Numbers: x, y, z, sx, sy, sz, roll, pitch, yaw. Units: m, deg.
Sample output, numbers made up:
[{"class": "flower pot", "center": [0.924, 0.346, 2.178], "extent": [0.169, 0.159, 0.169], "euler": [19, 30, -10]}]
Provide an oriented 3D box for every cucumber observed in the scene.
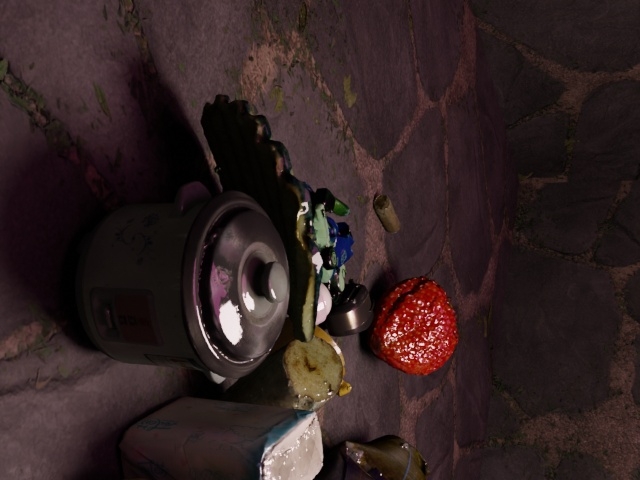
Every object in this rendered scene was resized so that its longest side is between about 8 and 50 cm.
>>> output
[{"class": "cucumber", "center": [0.046, -0.083, 1.888], "extent": [0.155, 0.037, 0.037], "euler": [28, 66, -61]}]

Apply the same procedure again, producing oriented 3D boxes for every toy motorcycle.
[{"class": "toy motorcycle", "center": [0.000, 0.000, 1.702], "extent": [0.331, 0.125, 0.196], "euler": [60, 31, -51]}]

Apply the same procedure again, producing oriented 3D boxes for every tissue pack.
[{"class": "tissue pack", "center": [-0.153, 0.338, 1.207], "extent": [0.201, 0.271, 0.124], "euler": [-15, 103, -64]}]

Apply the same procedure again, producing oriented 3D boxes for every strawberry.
[{"class": "strawberry", "center": [0.245, 0.237, 2.099], "extent": [0.288, 0.250, 0.238], "euler": [-18, 115, -37]}]

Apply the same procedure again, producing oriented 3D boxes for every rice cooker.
[{"class": "rice cooker", "center": [0.068, 0.170, 1.851], "extent": [0.165, 0.112, 0.106], "euler": [-59, 135, -56]}, {"class": "rice cooker", "center": [-0.186, 0.066, 1.106], "extent": [0.264, 0.316, 0.317], "euler": [-32, 119, -61]}]

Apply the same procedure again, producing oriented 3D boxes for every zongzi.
[{"class": "zongzi", "center": [0.221, 0.654, 1.809], "extent": [0.208, 0.432, 0.403], "euler": [-55, 156, 10]}]

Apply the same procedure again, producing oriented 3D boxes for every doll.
[{"class": "doll", "center": [-0.020, 0.190, 1.641], "extent": [0.094, 0.160, 0.365], "euler": [-26, 126, -16]}]

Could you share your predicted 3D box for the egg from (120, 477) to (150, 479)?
[{"class": "egg", "center": [-0.275, 0.444, 1.083], "extent": [0.164, 0.164, 0.201], "euler": [30, 68, -61]}]

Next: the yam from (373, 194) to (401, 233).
[{"class": "yam", "center": [0.193, -0.074, 2.180], "extent": [0.132, 0.054, 0.054], "euler": [59, 40, -49]}]

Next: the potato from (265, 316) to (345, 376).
[{"class": "potato", "center": [-0.063, 0.270, 1.541], "extent": [0.178, 0.203, 0.158], "euler": [48, 63, -4]}]

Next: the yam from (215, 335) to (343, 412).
[{"class": "yam", "center": [-0.085, 0.287, 1.358], "extent": [0.154, 0.254, 0.154], "euler": [33, 33, -26]}]

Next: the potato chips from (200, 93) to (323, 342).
[{"class": "potato chips", "center": [-0.095, -0.033, 1.289], "extent": [0.070, 0.358, 0.429], "euler": [-24, 130, -20]}]
